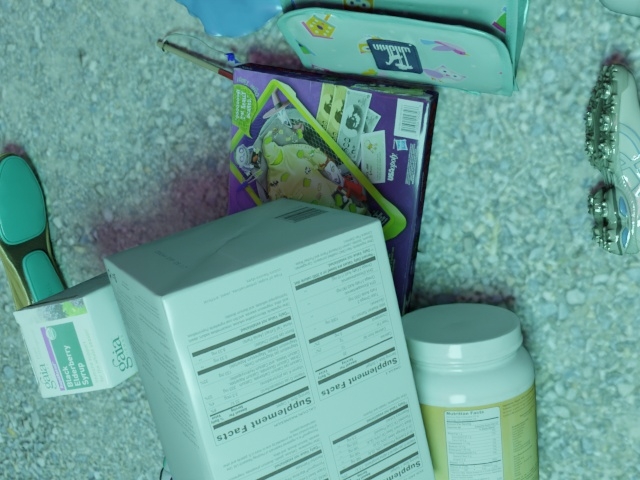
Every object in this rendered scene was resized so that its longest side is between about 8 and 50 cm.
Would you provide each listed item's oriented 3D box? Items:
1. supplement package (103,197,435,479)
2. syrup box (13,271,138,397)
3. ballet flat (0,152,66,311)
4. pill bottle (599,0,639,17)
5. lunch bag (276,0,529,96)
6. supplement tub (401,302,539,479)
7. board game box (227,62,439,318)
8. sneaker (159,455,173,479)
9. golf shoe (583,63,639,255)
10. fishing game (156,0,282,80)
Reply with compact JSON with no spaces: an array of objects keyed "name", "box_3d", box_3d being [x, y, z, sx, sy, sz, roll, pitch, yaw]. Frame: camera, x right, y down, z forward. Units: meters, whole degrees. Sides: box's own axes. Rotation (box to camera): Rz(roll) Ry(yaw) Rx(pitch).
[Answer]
[{"name":"supplement package","box_3d":[-0.048,0.120,0.732,0.199,0.198,0.262,17,124,62]},{"name":"syrup box","box_3d":[-0.202,0.077,0.858,0.096,0.237,0.093,-12,98,24]},{"name":"ballet flat","box_3d":[-0.382,0.007,1.003,0.073,0.080,0.232,-5,101,38]},{"name":"pill bottle","box_3d":[0.417,-0.237,0.532,0.408,0.229,0.228,15,109,17]},{"name":"lunch bag","box_3d":[0.076,-0.248,0.701,0.224,0.160,0.262,10,134,16]},{"name":"supplement tub","box_3d":[0.142,0.176,0.798,0.144,0.144,0.199,-1,103,22]},{"name":"board game box","box_3d":[0.000,0.000,0.846,0.208,0.056,0.346,12,114,14]},{"name":"sneaker","box_3d":[-0.134,0.236,0.966,0.098,0.083,0.223,15,124,6]},{"name":"golf shoe","box_3d":[0.291,-0.076,0.728,0.086,0.069,0.176,-7,105,3]},{"name":"fishing game","box_3d":[-0.096,-0.304,0.825,0.189,0.041,0.264,26,118,22]}]
